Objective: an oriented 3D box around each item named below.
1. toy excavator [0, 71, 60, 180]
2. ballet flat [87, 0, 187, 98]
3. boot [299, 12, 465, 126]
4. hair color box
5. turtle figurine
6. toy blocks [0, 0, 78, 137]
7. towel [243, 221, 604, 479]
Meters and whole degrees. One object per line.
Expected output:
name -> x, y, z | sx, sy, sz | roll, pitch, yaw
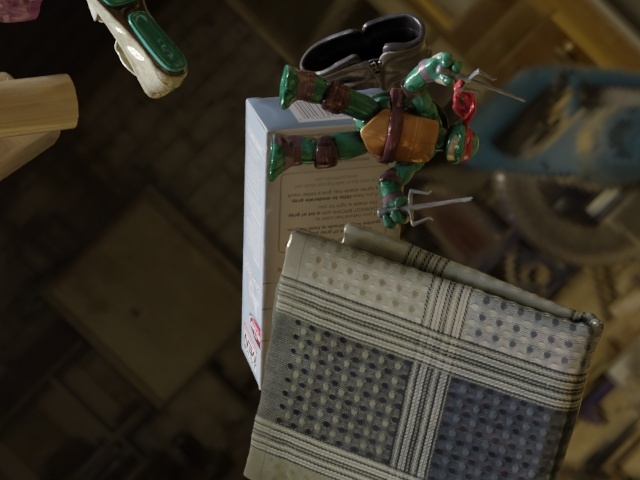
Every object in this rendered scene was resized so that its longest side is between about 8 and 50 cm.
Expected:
toy excavator -> -0.464, 0.039, 1.656 | 0.445, 0.222, 0.433 | -45, -2, -15
ballet flat -> -0.185, -0.203, 1.489 | 0.057, 0.168, 0.052 | -21, -15, -46
boot -> 0.019, -0.195, 2.253 | 0.338, 0.118, 0.223 | -29, -34, 12
hair color box -> 0.000, 0.000, 2.092 | 0.113, 0.185, 0.374 | -122, 30, -58
turtle figurine -> 0.072, -0.101, 1.568 | 0.118, 0.234, 0.175 | -116, 34, -81
toy blocks -> -0.309, -0.236, 1.099 | 0.260, 0.309, 0.288 | -10, -24, -23
towel -> 0.091, 0.156, 1.608 | 0.056, 0.324, 0.312 | -47, -28, -59
